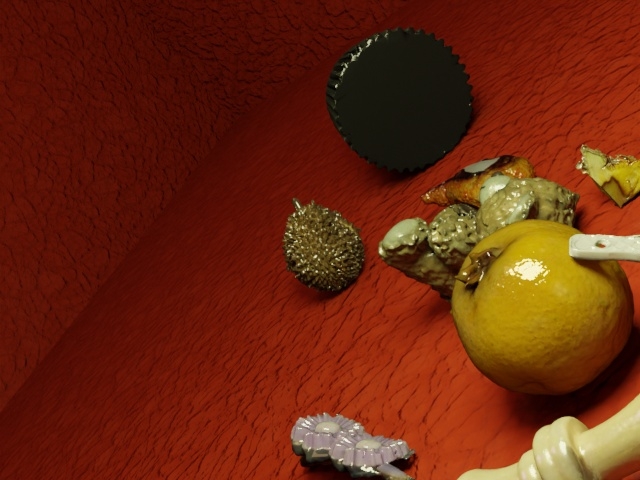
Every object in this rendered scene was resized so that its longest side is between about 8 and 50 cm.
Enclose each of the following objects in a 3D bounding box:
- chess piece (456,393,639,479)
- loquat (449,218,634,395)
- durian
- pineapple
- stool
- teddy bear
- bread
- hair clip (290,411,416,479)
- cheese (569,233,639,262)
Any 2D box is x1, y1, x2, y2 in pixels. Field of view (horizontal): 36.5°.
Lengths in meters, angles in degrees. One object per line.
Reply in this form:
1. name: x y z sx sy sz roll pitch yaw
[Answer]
1. chess piece: 0.243 0.223 0.928 0.397 0.117 0.117 -37 18 24
2. loquat: 0.249 0.075 1.106 0.208 0.208 0.208 -38 18 14
3. durian: 0.000 0.000 1.853 0.167 0.196 0.196 -34 16 -11
4. pineapple: 0.402 -0.092 1.362 0.114 0.114 0.077 -12 53 66
5. stool: 0.152 -0.314 2.139 0.297 0.297 0.330 -42 12 2
6. teddy bear: 0.246 -0.011 1.401 0.256 0.156 0.267 -36 -12 34
7. bread: 0.275 -0.087 1.631 0.139 0.095 0.269 -19 -1 -14
8. hair clip: 0.034 0.283 1.296 0.106 0.084 0.292 -2 0 -29
9. cheese: 0.384 0.011 0.994 0.252 0.054 0.127 2 33 13
